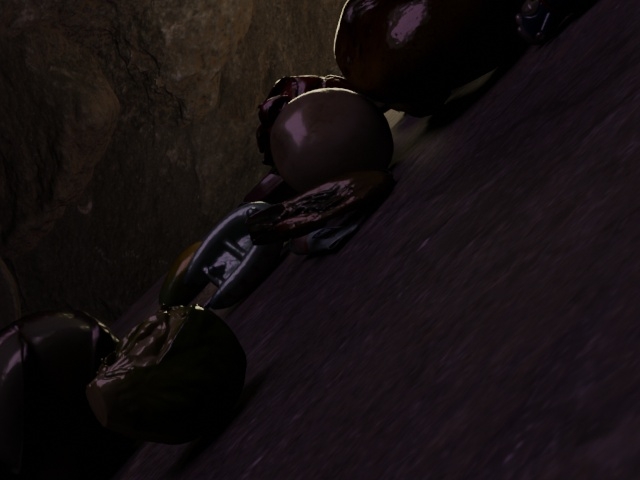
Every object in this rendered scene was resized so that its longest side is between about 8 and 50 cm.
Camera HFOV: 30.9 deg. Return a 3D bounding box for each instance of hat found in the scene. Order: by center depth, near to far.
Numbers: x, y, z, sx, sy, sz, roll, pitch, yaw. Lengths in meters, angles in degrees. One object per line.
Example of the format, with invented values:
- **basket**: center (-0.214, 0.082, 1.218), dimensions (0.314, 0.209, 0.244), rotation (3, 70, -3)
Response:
- **hat**: center (-0.084, -0.114, 2.559), dimensions (0.205, 0.089, 0.205), rotation (-43, 3, 3)

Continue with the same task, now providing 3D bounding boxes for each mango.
- **mango**: center (-0.311, 0.087, 2.713), dimensions (0.194, 0.092, 0.130), rotation (-58, 15, -26)

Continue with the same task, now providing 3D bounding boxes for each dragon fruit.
- **dragon fruit**: center (-0.005, -0.230, 2.203), dimensions (0.234, 0.234, 0.293), rotation (-38, 27, 41)

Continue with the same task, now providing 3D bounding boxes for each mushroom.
- **mushroom**: center (0.195, -0.315, 1.869), dimensions (0.346, 0.259, 0.345), rotation (-19, 28, 10)
- **mushroom**: center (0.026, -0.140, 1.901), dimensions (0.206, 0.209, 0.206), rotation (-19, 30, 11)

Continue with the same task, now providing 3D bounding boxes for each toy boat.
- **toy boat**: center (-0.149, 0.017, 2.014), dimensions (0.207, 0.134, 0.079), rotation (-47, -35, -6)

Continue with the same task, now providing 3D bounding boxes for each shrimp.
- **shrimp**: center (-0.005, -0.043, 1.727), dimensions (0.253, 0.058, 0.173), rotation (-23, 13, 15)

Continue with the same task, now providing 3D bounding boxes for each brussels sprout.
- **brussels sprout**: center (-0.169, 0.163, 1.326), dimensions (0.183, 0.145, 0.131), rotation (-44, 15, -21)

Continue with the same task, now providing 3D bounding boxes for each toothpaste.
- **toothpaste**: center (0.000, 0.000, 1.723), dimensions (0.056, 0.036, 0.205), rotation (-42, 10, -17)

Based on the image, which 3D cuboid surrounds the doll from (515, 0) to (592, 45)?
- **doll**: center (0.335, -0.348, 1.631), dimensions (0.152, 0.086, 0.114), rotation (-51, 26, 40)

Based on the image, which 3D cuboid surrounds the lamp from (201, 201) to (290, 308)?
- **lamp**: center (-0.203, 0.087, 2.119), dimensions (0.371, 0.130, 0.108), rotation (-53, 31, -3)

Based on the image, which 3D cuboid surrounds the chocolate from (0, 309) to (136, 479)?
- **chocolate**: center (-0.374, 0.242, 1.669), dimensions (0.283, 0.283, 0.186), rotation (-47, 26, -14)

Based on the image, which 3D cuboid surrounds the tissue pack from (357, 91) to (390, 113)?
- **tissue pack**: center (0.234, -0.411, 2.255), dimensions (0.361, 0.122, 0.259), rotation (-31, 17, 49)
